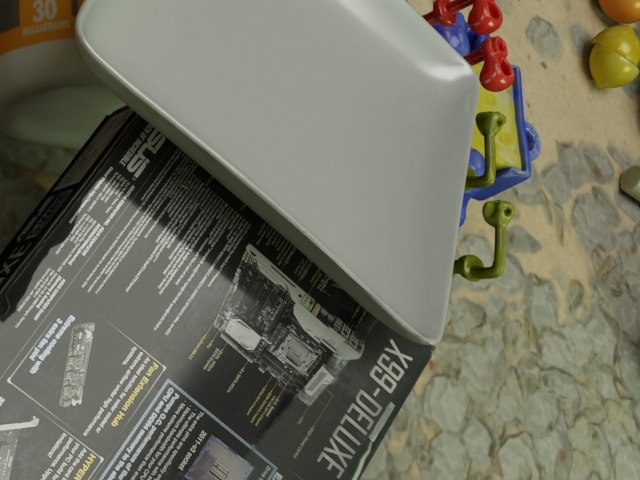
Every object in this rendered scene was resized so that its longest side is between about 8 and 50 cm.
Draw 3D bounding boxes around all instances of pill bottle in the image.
[{"bbox_3d":[-0.156,-0.214,0.907,0.162,0.162,0.279,5,73,-39],"label":"pill bottle"}]

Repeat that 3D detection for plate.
[{"bbox_3d":[-0.017,-0.101,0.823,0.277,0.045,0.278,41,37,-23],"label":"plate"}]

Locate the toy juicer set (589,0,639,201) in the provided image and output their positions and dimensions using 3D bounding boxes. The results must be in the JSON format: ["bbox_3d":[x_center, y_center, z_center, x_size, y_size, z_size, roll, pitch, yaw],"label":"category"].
[{"bbox_3d":[0.370,-0.147,1.383,0.209,0.089,0.329,7,71,-39],"label":"toy juicer set"}]

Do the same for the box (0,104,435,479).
[{"bbox_3d":[-0.103,0.110,0.771,0.242,0.076,0.307,41,66,-20],"label":"box"}]

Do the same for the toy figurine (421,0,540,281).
[{"bbox_3d":[0.129,-0.087,1.094,0.217,0.191,0.363,18,59,-43],"label":"toy figurine"}]
